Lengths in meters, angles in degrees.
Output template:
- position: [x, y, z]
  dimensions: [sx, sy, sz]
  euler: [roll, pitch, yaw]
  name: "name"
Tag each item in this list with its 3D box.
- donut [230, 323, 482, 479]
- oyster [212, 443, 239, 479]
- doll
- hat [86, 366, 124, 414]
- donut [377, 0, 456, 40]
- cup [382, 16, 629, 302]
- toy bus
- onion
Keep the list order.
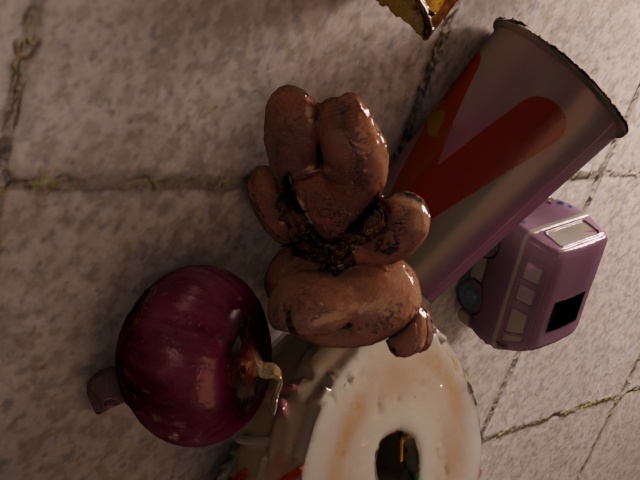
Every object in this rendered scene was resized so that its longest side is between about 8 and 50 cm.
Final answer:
- position: [0.042, 0.257, 1.246]
  dimensions: [0.383, 0.142, 0.382]
  euler: [-2, 92, -49]
  name: "donut"
- position: [-0.054, 0.323, 1.333]
  dimensions: [0.161, 0.107, 0.233]
  euler: [-51, 126, -3]
  name: "oyster"
- position: [0.000, 0.000, 1.023]
  dimensions: [0.156, 0.201, 0.303]
  euler: [-54, 146, -36]
  name: "doll"
- position: [-0.206, 0.148, 1.059]
  dimensions: [0.058, 0.042, 0.087]
  euler: [-16, 172, 9]
  name: "hat"
- position: [0.096, -0.322, 0.952]
  dimensions: [0.152, 0.101, 0.259]
  euler: [-44, 142, -14]
  name: "donut"
- position: [0.173, -0.080, 1.183]
  dimensions: [0.288, 0.203, 0.203]
  euler: [-48, 144, 3]
  name: "cup"
- position: [0.284, 0.051, 1.434]
  dimensions: [0.142, 0.142, 0.202]
  euler: [-17, 131, -40]
  name: "toy bus"
- position: [-0.116, 0.111, 1.024]
  dimensions: [0.153, 0.177, 0.177]
  euler: [-23, 147, 15]
  name: "onion"
